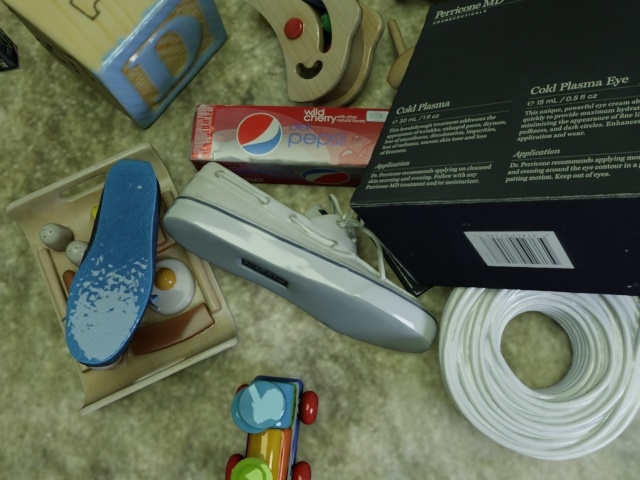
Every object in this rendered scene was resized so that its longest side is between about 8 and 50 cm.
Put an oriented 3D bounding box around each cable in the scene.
[{"bbox_3d":[0.266,0.128,0.852,0.257,0.089,0.257,3,82,-2],"label":"cable"}]

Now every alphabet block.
[{"bbox_3d":[-0.274,-0.307,0.963,0.197,0.192,0.193,39,81,11],"label":"alphabet block"}]

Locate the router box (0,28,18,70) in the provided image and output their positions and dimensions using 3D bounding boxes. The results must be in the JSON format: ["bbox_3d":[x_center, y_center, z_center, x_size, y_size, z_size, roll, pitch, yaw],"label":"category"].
[{"bbox_3d":[-0.504,-0.285,1.010,0.092,0.122,0.038,-11,72,1],"label":"router box"}]

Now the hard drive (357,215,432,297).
[{"bbox_3d":[0.124,-0.003,0.942,0.094,0.022,0.135,-33,77,-3],"label":"hard drive"}]

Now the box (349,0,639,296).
[{"bbox_3d":[0.257,-0.118,0.767,0.343,0.179,0.312,1,58,39],"label":"box"}]

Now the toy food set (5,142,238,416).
[{"bbox_3d":[-0.265,0.045,0.928,0.219,0.092,0.306,-25,77,-1],"label":"toy food set"}]

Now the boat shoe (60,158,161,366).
[{"bbox_3d":[-0.233,0.031,0.856,0.109,0.089,0.258,14,67,-3],"label":"boat shoe"}]

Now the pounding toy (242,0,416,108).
[{"bbox_3d":[0.017,-0.270,0.991,0.269,0.155,0.154,46,113,22],"label":"pounding toy"}]

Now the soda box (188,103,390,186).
[{"bbox_3d":[-0.035,-0.126,0.948,0.263,0.092,0.083,3,77,5],"label":"soda box"}]

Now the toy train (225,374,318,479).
[{"bbox_3d":[-0.070,0.284,0.829,0.105,0.143,0.248,5,77,6],"label":"toy train"}]

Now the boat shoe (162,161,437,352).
[{"bbox_3d":[-0.003,0.003,0.901,0.367,0.136,0.156,26,64,4],"label":"boat shoe"}]
